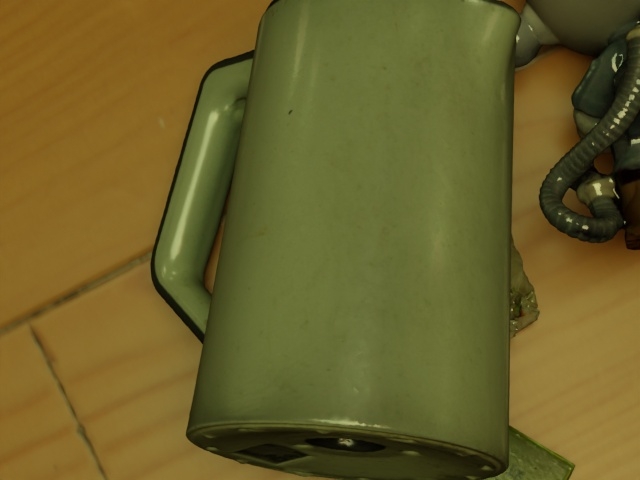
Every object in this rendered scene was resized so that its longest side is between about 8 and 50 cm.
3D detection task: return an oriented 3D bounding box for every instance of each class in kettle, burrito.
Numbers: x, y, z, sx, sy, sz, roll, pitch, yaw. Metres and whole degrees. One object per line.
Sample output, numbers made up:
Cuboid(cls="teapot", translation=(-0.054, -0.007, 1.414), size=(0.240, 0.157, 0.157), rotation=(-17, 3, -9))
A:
Cuboid(cls="kettle", translation=(0.000, 0.000, 1.195), size=(0.361, 0.250, 0.376), rotation=(-10, 67, 43))
Cuboid(cls="burrito", translation=(0.143, -0.001, 1.286), size=(0.058, 0.045, 0.188), rotation=(-24, 78, -7))

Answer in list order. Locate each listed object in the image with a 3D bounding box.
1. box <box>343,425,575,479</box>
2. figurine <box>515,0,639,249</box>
Cuboid(cls="box", translation=(0.071, 0.285, 1.223), size=(0.173, 0.043, 0.311), rotation=(29, 74, 9))
Cuboid(cls="figurine", translation=(0.283, -0.184, 1.240), size=(0.261, 0.186, 0.382), rotation=(-9, 75, -2))
